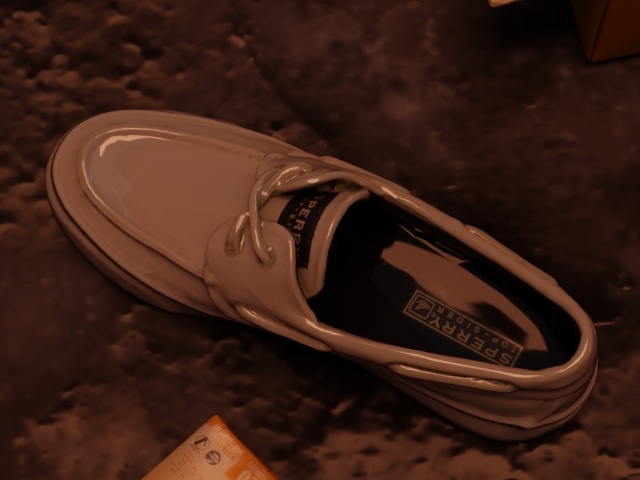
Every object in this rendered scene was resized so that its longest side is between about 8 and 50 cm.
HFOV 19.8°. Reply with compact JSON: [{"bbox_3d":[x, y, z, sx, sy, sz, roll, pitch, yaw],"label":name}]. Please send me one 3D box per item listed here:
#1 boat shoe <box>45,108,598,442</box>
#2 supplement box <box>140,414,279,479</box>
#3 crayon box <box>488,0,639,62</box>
[{"bbox_3d":[0.000,0.000,0.777,0.258,0.084,0.095,20,71,8],"label":"boat shoe"},{"bbox_3d":[-0.058,0.129,0.755,0.098,0.036,0.062,-41,73,-13],"label":"supplement box"},{"bbox_3d":[0.207,-0.208,0.855,0.323,0.083,0.203,-12,69,-4],"label":"crayon box"}]
